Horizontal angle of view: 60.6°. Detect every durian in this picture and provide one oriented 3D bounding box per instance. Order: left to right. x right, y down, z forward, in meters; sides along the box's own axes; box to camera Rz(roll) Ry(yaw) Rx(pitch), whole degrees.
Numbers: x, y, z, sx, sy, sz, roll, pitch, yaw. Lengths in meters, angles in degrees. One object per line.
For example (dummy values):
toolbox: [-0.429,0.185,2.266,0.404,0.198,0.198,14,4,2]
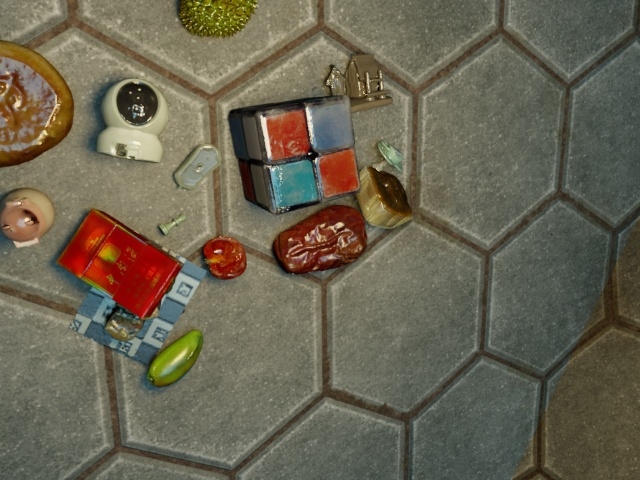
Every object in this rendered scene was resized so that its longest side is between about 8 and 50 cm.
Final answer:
durian: [-0.302,-0.715,1.642,0.237,0.176,0.200,-40,135,-24]

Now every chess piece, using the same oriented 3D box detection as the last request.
chess piece: [-0.477,-0.056,1.778,0.093,0.042,0.042,-37,114,-20]

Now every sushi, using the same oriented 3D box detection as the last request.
sushi: [-0.575,0.193,1.732,0.296,0.100,0.373,32,88,-19]

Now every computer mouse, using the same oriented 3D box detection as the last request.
computer mouse: [-0.399,-0.234,1.763,0.089,0.056,0.182,42,91,-24]

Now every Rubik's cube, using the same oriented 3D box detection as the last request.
Rubik's cube: [-0.084,-0.284,1.751,0.318,0.316,0.313,-15,108,-20]

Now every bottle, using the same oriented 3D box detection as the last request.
bottle: [-0.817,-0.062,1.510,0.147,0.236,0.147,-5,103,-23]

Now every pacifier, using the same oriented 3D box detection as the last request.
pacifier: [0.238,-0.302,2.025,0.116,0.127,0.150,-35,152,26]

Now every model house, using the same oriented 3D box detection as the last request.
model house: [0.125,-0.544,1.895,0.229,0.122,0.188,-15,105,-18]

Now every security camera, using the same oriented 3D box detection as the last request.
security camera: [-0.544,-0.353,1.603,0.194,0.194,0.236,10,92,-26]

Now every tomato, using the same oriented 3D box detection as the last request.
tomato: [-0.319,0.073,1.836,0.139,0.159,0.091,-21,151,-20]

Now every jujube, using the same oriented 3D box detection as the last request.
jujube: [0.000,0.000,1.929,0.342,0.216,0.216,-22,110,-6]

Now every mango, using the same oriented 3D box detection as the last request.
mango: [-0.477,0.397,1.838,0.111,0.125,0.233,42,58,2]

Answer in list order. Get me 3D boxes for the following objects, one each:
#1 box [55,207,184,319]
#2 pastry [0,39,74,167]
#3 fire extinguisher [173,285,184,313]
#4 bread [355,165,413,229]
box: [-0.599,0.069,1.646,0.313,0.089,0.197,32,88,3]
pastry: [-0.854,-0.363,1.475,0.356,0.164,0.356,-3,99,-19]
fire extinguisher: [-0.490,0.200,1.838,0.032,0.046,0.100,-33,112,-64]
bread: [0.228,-0.157,1.974,0.192,0.110,0.210,11,53,-41]
